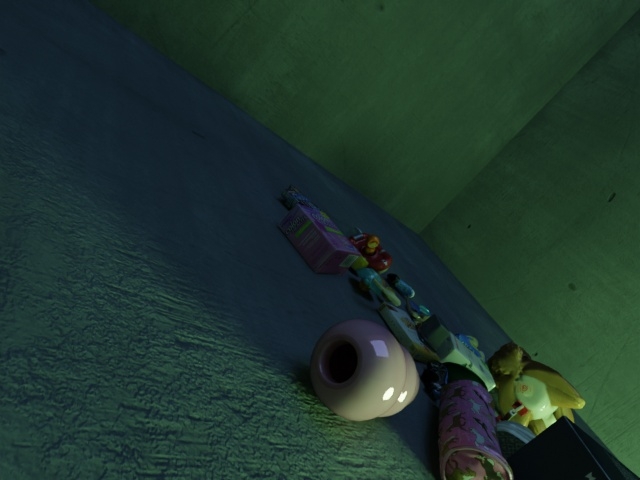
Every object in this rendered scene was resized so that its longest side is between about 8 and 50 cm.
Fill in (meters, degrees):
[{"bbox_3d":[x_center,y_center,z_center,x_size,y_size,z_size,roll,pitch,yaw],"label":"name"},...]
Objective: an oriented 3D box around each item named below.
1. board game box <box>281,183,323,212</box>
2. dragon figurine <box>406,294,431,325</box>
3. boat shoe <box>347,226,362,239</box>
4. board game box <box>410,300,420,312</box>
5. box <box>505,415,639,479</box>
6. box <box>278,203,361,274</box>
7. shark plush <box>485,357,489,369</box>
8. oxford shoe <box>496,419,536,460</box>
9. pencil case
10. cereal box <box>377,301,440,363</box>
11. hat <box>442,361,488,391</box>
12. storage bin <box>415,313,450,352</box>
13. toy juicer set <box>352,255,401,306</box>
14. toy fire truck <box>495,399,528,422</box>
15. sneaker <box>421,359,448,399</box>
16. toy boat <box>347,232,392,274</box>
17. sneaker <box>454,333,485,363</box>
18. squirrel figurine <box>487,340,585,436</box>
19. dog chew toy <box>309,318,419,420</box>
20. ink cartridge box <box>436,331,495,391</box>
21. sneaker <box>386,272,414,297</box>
[{"bbox_3d":[-0.103,-0.170,1.902,0.194,0.060,0.194,45,16,13],"label":"board game box"},{"bbox_3d":[0.422,0.327,1.777,0.289,0.085,0.144,43,10,-11],"label":"dragon figurine"},{"bbox_3d":[0.193,0.033,2.065,0.076,0.083,0.226,41,24,-46],"label":"boat shoe"},{"bbox_3d":[0.451,0.342,1.924,0.168,0.033,0.133,42,10,-17],"label":"board game box"},{"bbox_3d":[0.637,0.675,1.005,0.395,0.293,0.212,40,15,-9],"label":"box"},{"bbox_3d":[0.000,0.000,1.593,0.243,0.117,0.213,49,17,25],"label":"box"},{"bbox_3d":[0.792,0.587,2.053,0.067,0.073,0.161,-2,42,-23],"label":"shark plush"},{"bbox_3d":[0.687,0.709,1.286,0.449,0.169,0.130,40,13,12],"label":"oxford shoe"},{"bbox_3d":[0.395,0.508,1.126,0.386,0.160,0.167,-26,102,-74],"label":"pencil case"},{"bbox_3d":[0.324,0.343,1.585,0.173,0.047,0.240,29,20,-43],"label":"cereal box"},{"bbox_3d":[0.438,0.527,1.407,0.173,0.183,0.208,52,-29,-9],"label":"hat"},{"bbox_3d":[0.416,0.331,1.587,0.098,0.091,0.135,44,11,-7],"label":"storage bin"},{"bbox_3d":[0.214,0.187,1.678,0.209,0.089,0.329,47,4,-15],"label":"toy juicer set"},{"bbox_3d":[0.628,0.606,1.452,0.192,0.135,0.047,21,26,-52],"label":"toy fire truck"},{"bbox_3d":[0.374,0.442,1.407,0.078,0.067,0.188,48,18,-3],"label":"sneaker"},{"bbox_3d":[0.220,0.036,1.889,0.151,0.151,0.231,-22,55,-28],"label":"toy boat"},{"bbox_3d":[0.655,0.501,1.931,0.126,0.091,0.240,23,17,0],"label":"sneaker"},{"bbox_3d":[0.882,0.623,1.791,0.370,0.281,0.397,36,18,-44],"label":"squirrel figurine"},{"bbox_3d":[0.123,0.300,0.966,0.332,0.206,0.207,35,16,-49],"label":"dog chew toy"},{"bbox_3d":[0.567,0.488,1.696,0.219,0.092,0.160,41,15,-1],"label":"ink cartridge box"},{"bbox_3d":[0.374,0.211,2.024,0.152,0.058,0.084,48,10,34],"label":"sneaker"}]
